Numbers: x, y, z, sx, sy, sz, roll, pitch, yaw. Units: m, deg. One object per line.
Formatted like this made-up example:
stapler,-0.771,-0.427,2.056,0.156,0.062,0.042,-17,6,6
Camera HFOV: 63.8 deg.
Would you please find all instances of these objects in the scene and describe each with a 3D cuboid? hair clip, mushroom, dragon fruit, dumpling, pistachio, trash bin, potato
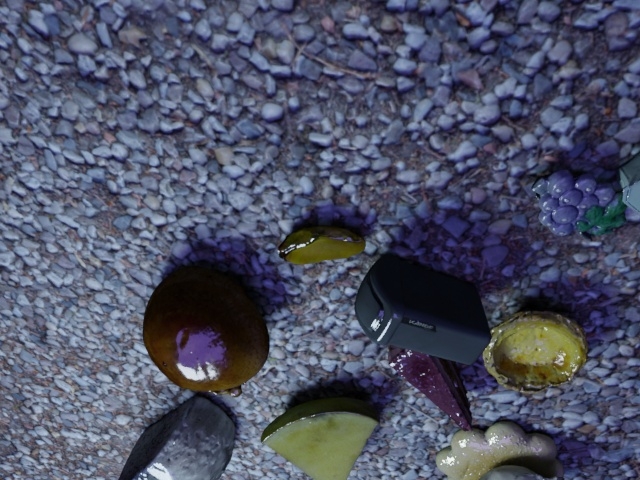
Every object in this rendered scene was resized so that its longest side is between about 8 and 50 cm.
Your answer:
hair clip,0.444,-0.061,0.892,0.195,0.052,0.124,21,133,-16
mushroom,-0.235,0.206,1.060,0.263,0.195,0.283,-19,118,12
dragon fruit,-0.346,0.560,1.290,0.283,0.221,0.204,-40,104,24
dumpling,0.456,0.608,1.217,0.247,0.142,0.172,-14,154,9
pistachio,0.000,0.000,0.982,0.173,0.049,0.089,-9,145,11
trash bin,0.184,0.126,0.964,0.236,0.177,0.101,18,122,-8
potato,0.041,0.452,1.231,0.269,0.112,0.255,41,115,-21

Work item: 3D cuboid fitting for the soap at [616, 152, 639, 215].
soap,0.614,-0.064,0.815,0.261,0.094,0.150,33,126,-9

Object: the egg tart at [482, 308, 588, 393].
egg tart,0.427,0.213,1.036,0.212,0.090,0.212,2,121,4

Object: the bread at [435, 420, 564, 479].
bread,0.448,0.569,1.284,0.316,0.054,0.316,5,123,7

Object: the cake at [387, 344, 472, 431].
cake,0.239,0.285,1.096,0.113,0.116,0.295,-27,112,27
